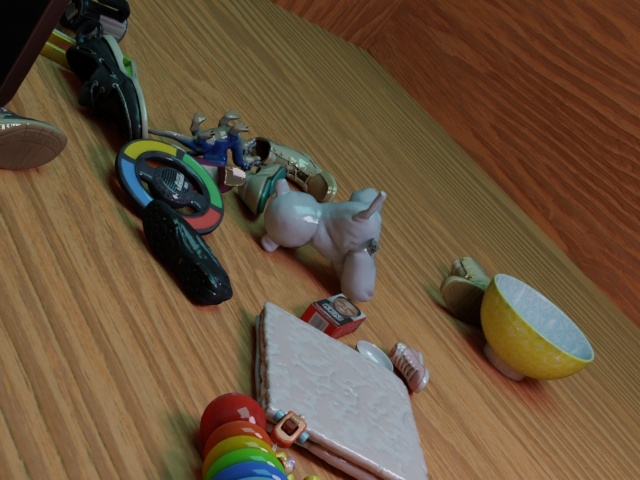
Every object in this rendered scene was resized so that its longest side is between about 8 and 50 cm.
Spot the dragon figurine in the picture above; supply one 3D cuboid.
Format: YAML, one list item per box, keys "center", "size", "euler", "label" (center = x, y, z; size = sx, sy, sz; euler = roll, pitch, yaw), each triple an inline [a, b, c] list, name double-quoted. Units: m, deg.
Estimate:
- center: [-0.239, -0.196, 2.152]
  size: [0.289, 0.144, 0.085]
  euler: [-15, 51, -35]
  label: "dragon figurine"

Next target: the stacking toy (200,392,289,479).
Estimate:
- center: [-0.098, 0.297, 1.243]
  size: [0.141, 0.141, 0.330]
  euler: [29, 16, -24]
  label: "stacking toy"

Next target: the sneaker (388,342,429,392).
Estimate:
- center: [0.163, 0.240, 1.927]
  size: [0.070, 0.051, 0.134]
  euler: [31, 17, -13]
  label: "sneaker"

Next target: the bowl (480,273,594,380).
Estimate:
- center: [0.466, 0.228, 2.316]
  size: [0.289, 0.156, 0.289]
  euler: [32, 20, -14]
  label: "bowl"

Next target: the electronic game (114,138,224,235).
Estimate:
- center: [-0.277, -0.100, 1.873]
  size: [0.229, 0.048, 0.229]
  euler: [30, 34, -22]
  label: "electronic game"

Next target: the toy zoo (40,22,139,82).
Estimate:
- center: [-0.538, -0.421, 2.234]
  size: [0.293, 0.030, 0.192]
  euler: [27, 22, -27]
  label: "toy zoo"

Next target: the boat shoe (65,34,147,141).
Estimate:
- center: [-0.436, -0.301, 2.029]
  size: [0.113, 0.127, 0.340]
  euler: [-9, 50, -24]
  label: "boat shoe"

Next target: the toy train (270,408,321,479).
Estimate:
- center: [-0.018, 0.308, 1.393]
  size: [0.166, 0.046, 0.125]
  euler: [44, 47, 12]
  label: "toy train"

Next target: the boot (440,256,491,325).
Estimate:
- center: [0.360, 0.111, 2.487]
  size: [0.262, 0.095, 0.203]
  euler: [25, 23, -35]
  label: "boot"

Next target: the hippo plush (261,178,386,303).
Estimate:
- center: [0.000, 0.000, 2.040]
  size: [0.236, 0.235, 0.294]
  euler: [6, 5, 1]
  label: "hippo plush"

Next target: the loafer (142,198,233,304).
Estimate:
- center: [-0.227, 0.021, 1.714]
  size: [0.223, 0.076, 0.078]
  euler: [51, 18, 22]
  label: "loafer"

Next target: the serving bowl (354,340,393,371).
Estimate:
- center: [0.094, 0.224, 1.871]
  size: [0.083, 0.027, 0.083]
  euler: [32, 20, -13]
  label: "serving bowl"

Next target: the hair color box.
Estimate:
- center: [0.025, 0.146, 1.907]
  size: [0.072, 0.043, 0.141]
  euler: [42, 19, 15]
  label: "hair color box"

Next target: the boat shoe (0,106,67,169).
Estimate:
- center: [-0.528, -0.176, 1.592]
  size: [0.285, 0.103, 0.092]
  euler: [-4, 50, -54]
  label: "boat shoe"

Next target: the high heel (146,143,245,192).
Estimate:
- center: [-0.279, -0.142, 2.034]
  size: [0.244, 0.082, 0.117]
  euler: [4, -4, -32]
  label: "high heel"

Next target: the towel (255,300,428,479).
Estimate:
- center: [0.030, 0.263, 1.636]
  size: [0.317, 0.053, 0.332]
  euler: [31, 20, -16]
  label: "towel"

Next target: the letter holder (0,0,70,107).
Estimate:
- center: [-0.543, -0.378, 1.717]
  size: [0.152, 0.302, 0.214]
  euler: [33, 19, -10]
  label: "letter holder"

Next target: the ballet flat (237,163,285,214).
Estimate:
- center: [-0.138, -0.115, 2.186]
  size: [0.086, 0.086, 0.248]
  euler: [37, 18, -2]
  label: "ballet flat"

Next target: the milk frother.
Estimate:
- center: [-0.497, -0.474, 2.262]
  size: [0.134, 0.129, 0.143]
  euler: [12, 74, -49]
  label: "milk frother"

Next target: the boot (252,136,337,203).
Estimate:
- center: [-0.065, -0.169, 2.417]
  size: [0.165, 0.077, 0.213]
  euler: [20, 20, -41]
  label: "boot"
